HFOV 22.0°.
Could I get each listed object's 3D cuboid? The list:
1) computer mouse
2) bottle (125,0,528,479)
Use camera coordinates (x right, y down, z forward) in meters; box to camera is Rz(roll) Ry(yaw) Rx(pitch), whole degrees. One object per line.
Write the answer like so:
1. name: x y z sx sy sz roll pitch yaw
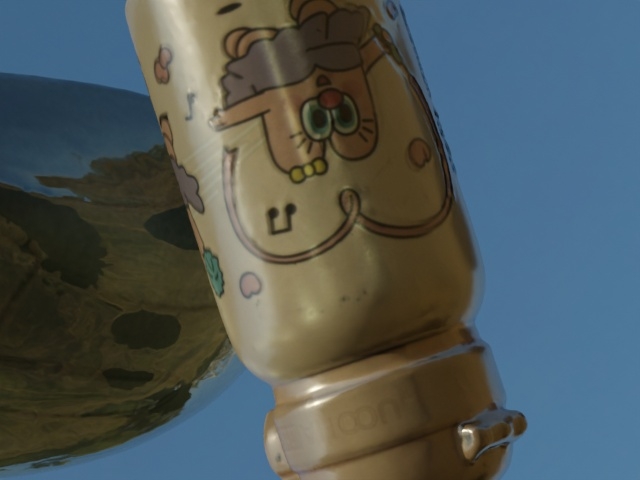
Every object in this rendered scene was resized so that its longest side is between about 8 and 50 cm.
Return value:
1. computer mouse: -0.166 0.020 0.704 0.371 0.122 0.188 11 -60 -31
2. bottle: 0.000 0.000 0.593 0.097 0.110 0.209 -12 -97 -46
